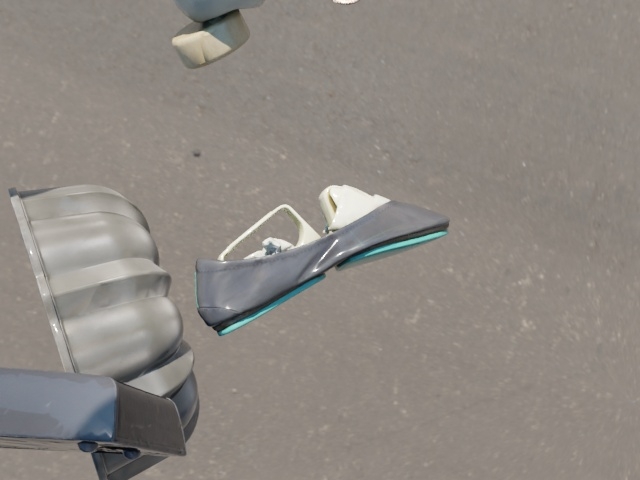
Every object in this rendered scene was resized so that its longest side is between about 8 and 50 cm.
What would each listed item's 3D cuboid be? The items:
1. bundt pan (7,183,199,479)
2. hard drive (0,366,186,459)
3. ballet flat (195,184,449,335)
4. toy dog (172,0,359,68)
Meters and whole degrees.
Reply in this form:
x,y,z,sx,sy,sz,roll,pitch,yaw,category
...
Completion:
x,y,z,sx,sy,sz,roll,pitch,yaw,category
-0.218,0.089,0.950,0.124,0.331,0.331,-17,73,-17,bundt pan
-0.243,0.131,0.685,0.254,0.172,0.054,0,73,11,hard drive
0.000,0.000,0.658,0.203,0.074,0.074,-23,71,-18,ballet flat
-0.043,-0.327,0.970,0.161,0.220,0.334,13,66,48,toy dog
